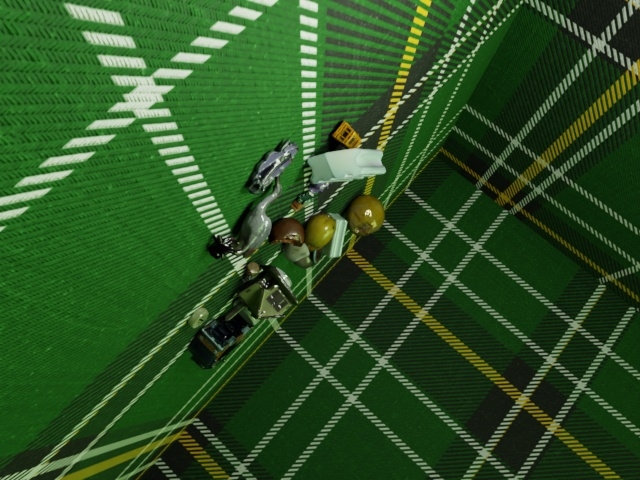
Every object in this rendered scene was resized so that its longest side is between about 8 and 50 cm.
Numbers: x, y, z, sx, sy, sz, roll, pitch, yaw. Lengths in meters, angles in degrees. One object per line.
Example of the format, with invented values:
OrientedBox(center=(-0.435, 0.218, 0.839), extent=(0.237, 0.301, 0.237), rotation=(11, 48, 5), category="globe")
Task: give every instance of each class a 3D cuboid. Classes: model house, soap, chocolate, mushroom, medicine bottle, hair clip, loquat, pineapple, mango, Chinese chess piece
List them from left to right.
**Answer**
OrientedBox(center=(-0.457, 0.289, 1.670), extent=(0.084, 0.034, 0.084), rotation=(-47, 168, -13), category="Chinese chess piece")
OrientedBox(center=(-0.284, 0.127, 1.792), extent=(0.058, 0.058, 0.124), rotation=(-42, -179, -33), category="pineapple")
OrientedBox(center=(-0.262, 0.261, 1.841), extent=(0.278, 0.205, 0.218), rotation=(-39, -168, -18), category="model house")
OrientedBox(center=(-0.260, 0.250, 2.033), extent=(0.258, 0.143, 0.143), rotation=(-44, 168, -25), category="medicine bottle")
OrientedBox(center=(-0.127, -0.202, 1.245), extent=(0.195, 0.052, 0.124), rotation=(-47, 168, -13), category="hair clip")
OrientedBox(center=(-0.131, -0.023, 1.665), extent=(0.124, 0.127, 0.133), rotation=(-44, 157, 28), category="chocolate")
OrientedBox(center=(-0.117, 0.022, 1.987), extent=(0.116, 0.093, 0.225), rotation=(-15, 147, 0), category="mushroom")
OrientedBox(center=(-0.076, 0.084, 2.320), extent=(0.141, 0.117, 0.188), rotation=(-39, 175, 7), category="mushroom")
OrientedBox(center=(-0.016, -0.029, 2.082), extent=(0.167, 0.130, 0.262), rotation=(-54, -179, -24), category="mango")
OrientedBox(center=(0.065, -0.023, 2.170), extent=(0.066, 0.119, 0.198), rotation=(2, 111, -22), category="soap")
OrientedBox(center=(0.098, -0.263, 1.568), extent=(0.172, 0.095, 0.289), rotation=(-9, -176, 30), category="soap")
OrientedBox(center=(0.250, -0.146, 2.531), extent=(0.244, 0.244, 0.244), rotation=(-47, 169, -12), category="loquat")

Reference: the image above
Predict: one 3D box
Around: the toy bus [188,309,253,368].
OrientedBox(center=(-0.437, 0.430, 1.970), extent=(0.167, 0.138, 0.275), rotation=(-51, 171, 19), category="toy bus")

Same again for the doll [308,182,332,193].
OrientedBox(center=(0.002, -0.216, 1.691), extent=(0.110, 0.067, 0.206), rotation=(-40, 179, -3), category="doll")

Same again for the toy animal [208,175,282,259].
OrientedBox(center=(-0.199, -0.052, 1.373), extent=(0.324, 0.090, 0.195), rotation=(-49, 160, -8), category="toy animal")

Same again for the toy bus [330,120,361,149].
OrientedBox(center=(0.095, -0.356, 1.544), extent=(0.069, 0.074, 0.162), rotation=(-50, 169, 11), category="toy bus")

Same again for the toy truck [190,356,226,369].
OrientedBox(center=(-0.525, 0.558, 2.187), extent=(0.121, 0.088, 0.259), rotation=(-49, 168, -8), category="toy truck")

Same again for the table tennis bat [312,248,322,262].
OrientedBox(center=(0.000, 0.000, 2.252), extent=(0.153, 0.040, 0.244), rotation=(-40, 144, -67), category="table tennis bat")

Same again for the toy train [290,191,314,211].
OrientedBox(center=(-0.065, -0.148, 1.710), extent=(0.064, 0.044, 0.103), rotation=(-52, 167, 29), category="toy train")
